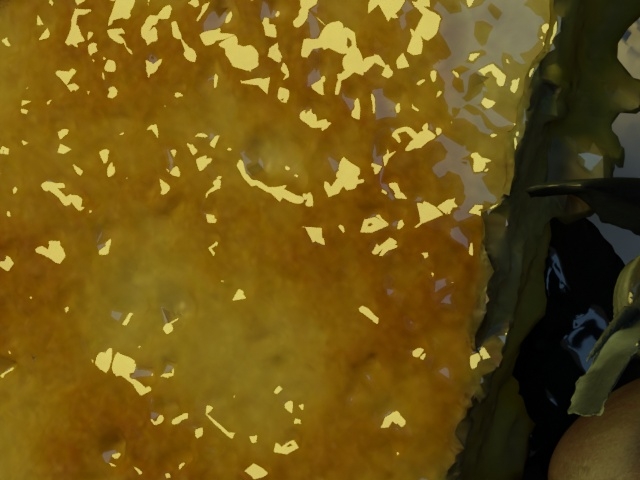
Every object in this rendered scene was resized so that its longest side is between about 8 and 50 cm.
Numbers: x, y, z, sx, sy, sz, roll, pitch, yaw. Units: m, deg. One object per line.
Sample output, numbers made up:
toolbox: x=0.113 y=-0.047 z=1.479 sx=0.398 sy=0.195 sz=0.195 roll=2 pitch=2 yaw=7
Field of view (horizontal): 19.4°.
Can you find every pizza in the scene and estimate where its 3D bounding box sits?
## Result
pizza: x=0.000 y=0.000 z=0.458 sx=0.288 sy=0.075 sz=0.280 roll=-44 pitch=76 yaw=19

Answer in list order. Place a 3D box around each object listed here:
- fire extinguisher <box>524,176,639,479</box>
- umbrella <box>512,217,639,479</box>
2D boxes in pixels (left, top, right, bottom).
fire extinguisher: x=0.105 y=0.109 z=0.398 sx=0.105 sy=0.105 sz=0.269 roll=-12 pitch=97 yaw=0
umbrella: x=0.089 y=0.051 z=0.488 sx=0.235 sy=0.059 sz=0.066 roll=46 pitch=105 yaw=15
